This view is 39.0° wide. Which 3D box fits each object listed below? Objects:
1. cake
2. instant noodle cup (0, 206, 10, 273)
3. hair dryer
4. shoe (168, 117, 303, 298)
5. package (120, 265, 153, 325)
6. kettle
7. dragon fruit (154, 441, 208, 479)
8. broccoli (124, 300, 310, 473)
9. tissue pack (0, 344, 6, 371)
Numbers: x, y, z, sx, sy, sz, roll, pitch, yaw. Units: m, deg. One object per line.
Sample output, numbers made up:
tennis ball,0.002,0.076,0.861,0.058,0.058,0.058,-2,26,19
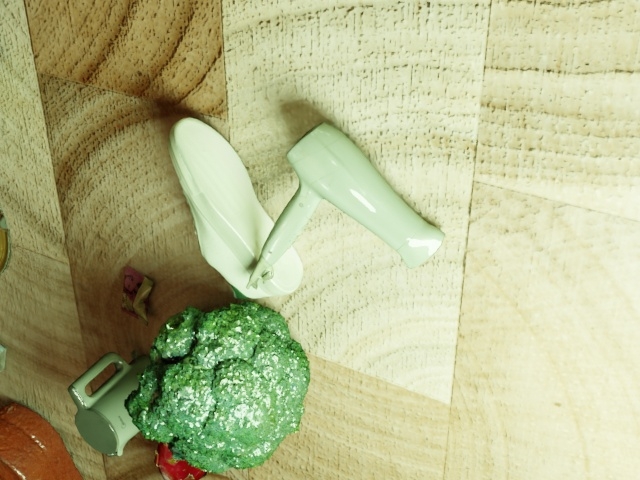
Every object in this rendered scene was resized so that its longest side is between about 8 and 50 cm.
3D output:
cake,-0.567,0.453,1.738,0.177,0.151,0.282,-3,116,22
instant noodle cup,-0.655,-0.032,1.533,0.274,0.091,0.274,16,124,26
hair dryer,0.000,0.000,1.095,0.206,0.075,0.237,44,116,-4
shoe,-0.135,-0.028,1.183,0.110,0.095,0.265,-23,105,41
package,-0.284,0.087,1.397,0.059,0.029,0.083,27,119,27
kettle,-0.310,0.251,1.434,0.098,0.148,0.126,18,125,26
dragon fruit,-0.222,0.378,1.497,0.094,0.094,0.190,18,131,24
broccoli,-0.150,0.194,1.252,0.270,0.270,0.269,38,141,52
tissue pack,-0.641,0.211,1.693,0.094,0.059,0.074,32,128,13
